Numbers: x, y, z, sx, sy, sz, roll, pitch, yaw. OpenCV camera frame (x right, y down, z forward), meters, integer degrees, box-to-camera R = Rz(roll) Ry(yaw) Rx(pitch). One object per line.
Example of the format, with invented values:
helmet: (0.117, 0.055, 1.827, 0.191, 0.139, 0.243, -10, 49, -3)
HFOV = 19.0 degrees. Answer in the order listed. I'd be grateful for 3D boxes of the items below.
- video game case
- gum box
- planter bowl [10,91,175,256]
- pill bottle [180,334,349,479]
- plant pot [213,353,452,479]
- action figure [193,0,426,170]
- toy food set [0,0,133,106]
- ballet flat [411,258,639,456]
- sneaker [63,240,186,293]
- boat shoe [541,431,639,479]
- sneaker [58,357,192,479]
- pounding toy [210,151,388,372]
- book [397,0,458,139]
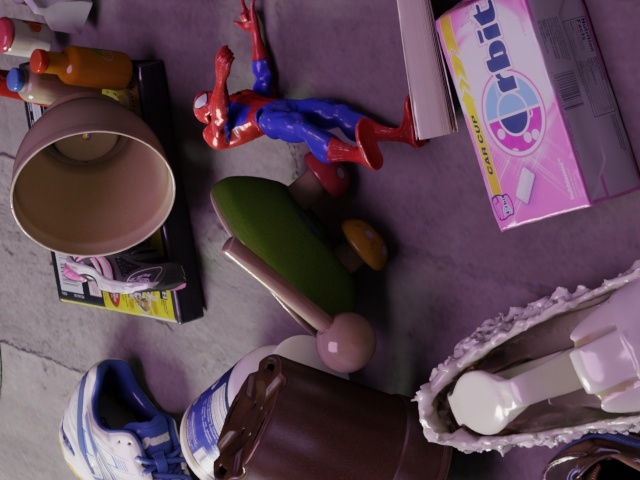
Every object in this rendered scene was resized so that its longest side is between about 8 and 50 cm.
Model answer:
video game case: (-0.227, -0.057, 2.057, 0.248, 0.035, 0.275, 7, 109, 52)
gum box: (0.166, -0.112, 1.492, 0.107, 0.062, 0.188, -17, 90, 54)
planter bowl: (-0.230, -0.079, 1.910, 0.109, 0.162, 0.162, -104, 24, -47)
pill bottle: (-0.051, 0.165, 1.853, 0.186, 0.112, 0.112, -42, 71, 51)
plant pot: (0.005, 0.187, 1.689, 0.167, 0.165, 0.167, -56, 17, 28)
action figure: (-0.035, -0.144, 1.722, 0.280, 0.091, 0.139, 6, 116, 50)
toy food set: (-0.297, -0.204, 1.985, 0.232, 0.104, 0.111, 51, 124, 41)
ballet flat: (0.215, 0.099, 1.460, 0.409, 0.147, 0.147, -28, 82, 53)
sneaker: (-0.208, 0.010, 1.973, 0.178, 0.072, 0.077, 10, 102, 44)
boat shoe: (0.232, 0.189, 1.530, 0.183, 0.066, 0.066, -18, 90, 54)
sneaker: (-0.190, 0.259, 2.077, 0.296, 0.112, 0.131, 50, 138, 26)
pounding toy: (0.000, 0.000, 1.709, 0.183, 0.110, 0.237, 49, -173, -18)
book: (0.081, -0.161, 1.572, 0.096, 0.035, 0.144, -82, -19, -79)
